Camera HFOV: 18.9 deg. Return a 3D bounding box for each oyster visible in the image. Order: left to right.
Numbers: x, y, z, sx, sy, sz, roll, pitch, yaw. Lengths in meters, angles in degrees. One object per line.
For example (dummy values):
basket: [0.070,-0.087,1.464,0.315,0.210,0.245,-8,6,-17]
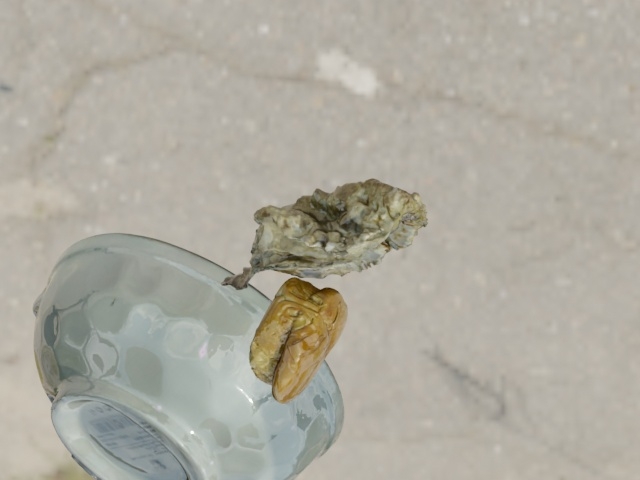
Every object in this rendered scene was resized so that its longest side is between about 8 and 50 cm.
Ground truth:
oyster: [0.006,-0.002,1.281,0.105,0.056,0.177,0,166,-26]

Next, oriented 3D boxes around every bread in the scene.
bread: [-0.015,0.064,1.262,0.046,0.083,0.081,27,126,10]

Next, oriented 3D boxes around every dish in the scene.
dish: [-0.130,0.130,1.554,0.303,0.120,0.303,21,144,16]
